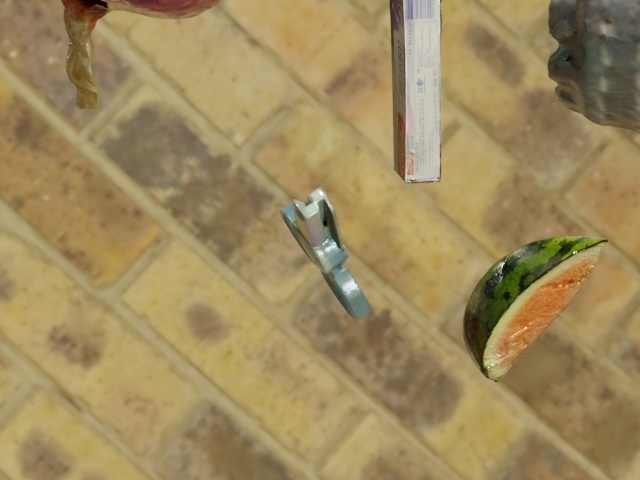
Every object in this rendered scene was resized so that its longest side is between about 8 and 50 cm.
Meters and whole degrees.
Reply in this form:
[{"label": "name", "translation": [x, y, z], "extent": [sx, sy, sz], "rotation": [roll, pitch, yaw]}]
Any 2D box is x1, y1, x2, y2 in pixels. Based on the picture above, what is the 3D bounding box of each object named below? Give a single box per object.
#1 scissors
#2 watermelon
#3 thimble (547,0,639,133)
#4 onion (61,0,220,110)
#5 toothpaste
[{"label": "scissors", "translation": [0.000, 0.000, 1.163], "extent": [0.125, 0.030, 0.256], "rotation": [55, -4, 11]}, {"label": "watermelon", "translation": [0.250, 0.078, 1.687], "extent": [0.119, 0.245, 0.063], "rotation": [14, 31, -32]}, {"label": "thimble", "translation": [0.248, -0.174, 0.957], "extent": [0.172, 0.205, 0.236], "rotation": [8, -2, 15]}, {"label": "onion", "translation": [-0.242, -0.358, 1.555], "extent": [0.358, 0.344, 0.358], "rotation": [0, -13, 0]}, {"label": "toothpaste", "translation": [0.094, -0.152, 1.349], "extent": [0.047, 0.040, 0.196], "rotation": [-121, -155, -61]}]
